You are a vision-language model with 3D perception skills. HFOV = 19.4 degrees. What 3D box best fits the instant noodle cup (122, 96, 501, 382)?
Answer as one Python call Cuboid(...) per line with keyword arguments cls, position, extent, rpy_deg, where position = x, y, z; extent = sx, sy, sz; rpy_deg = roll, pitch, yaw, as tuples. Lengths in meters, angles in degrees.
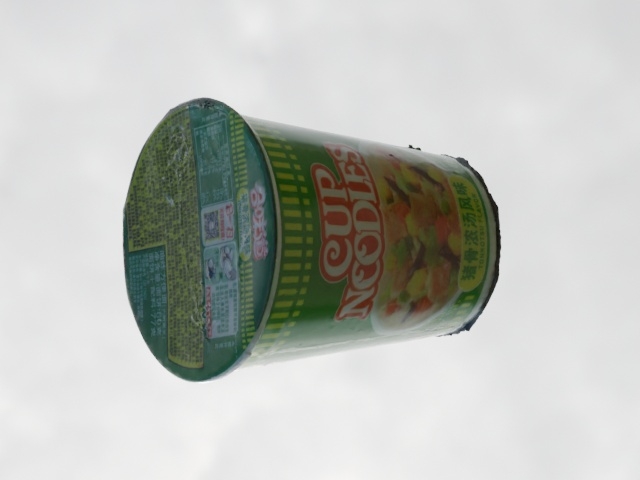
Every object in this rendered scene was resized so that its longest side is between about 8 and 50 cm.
Cuboid(cls="instant noodle cup", position=(0.000, 0.000, 1.391), extent=(0.233, 0.207, 0.207), rpy_deg=(0, -100, -37))
